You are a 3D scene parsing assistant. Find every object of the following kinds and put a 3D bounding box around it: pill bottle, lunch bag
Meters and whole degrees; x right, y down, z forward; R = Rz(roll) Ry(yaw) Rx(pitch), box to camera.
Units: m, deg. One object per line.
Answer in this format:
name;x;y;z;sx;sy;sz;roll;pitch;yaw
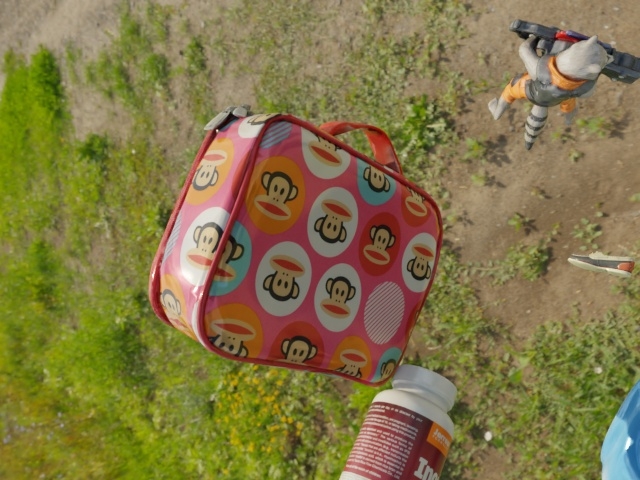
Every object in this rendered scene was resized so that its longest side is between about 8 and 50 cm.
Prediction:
pill bottle;0.077;0.202;0.557;0.086;0.152;0.086;22;153;12
lunch bag;0.000;0.000;0.579;0.120;0.293;0.258;13;81;47

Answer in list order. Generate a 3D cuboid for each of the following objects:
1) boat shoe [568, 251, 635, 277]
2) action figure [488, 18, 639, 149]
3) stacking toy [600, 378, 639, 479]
boat shoe;0.626;0.047;1.289;0.137;0.049;0.043;14;81;41
action figure;0.528;-0.311;1.204;0.341;0.330;0.178;18;83;9
stacking toy;0.468;0.247;0.629;0.166;0.302;0.175;36;105;56
